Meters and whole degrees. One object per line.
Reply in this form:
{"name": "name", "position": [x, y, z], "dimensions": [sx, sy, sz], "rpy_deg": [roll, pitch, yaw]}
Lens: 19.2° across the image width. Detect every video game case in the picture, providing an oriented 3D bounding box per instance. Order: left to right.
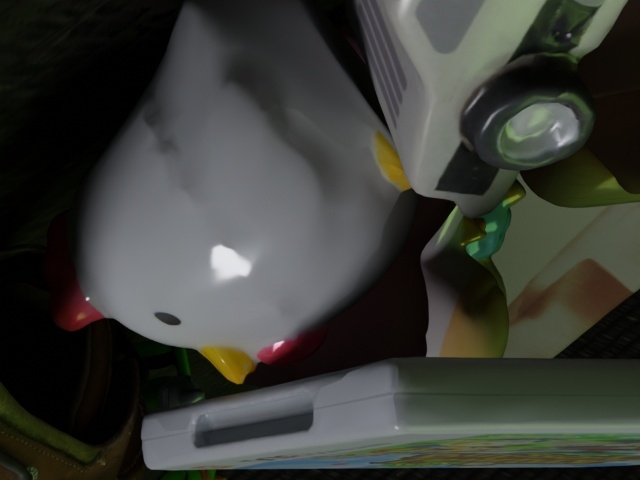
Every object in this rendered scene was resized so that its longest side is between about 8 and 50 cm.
{"name": "video game case", "position": [0.073, 0.060, 0.617], "dimensions": [0.212, 0.023, 0.193], "rpy_deg": [2, 170, -25]}

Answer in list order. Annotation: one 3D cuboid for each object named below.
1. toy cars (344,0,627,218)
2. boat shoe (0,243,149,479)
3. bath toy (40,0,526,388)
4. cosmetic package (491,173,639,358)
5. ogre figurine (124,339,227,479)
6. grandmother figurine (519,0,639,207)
{"name": "toy cars", "position": [0.085, -0.099, 0.400], "dimensions": [0.087, 0.176, 0.394], "rpy_deg": [4, 177, -25]}
{"name": "boat shoe", "position": [-0.107, 0.062, 0.667], "dimensions": [0.104, 0.110, 0.307], "rpy_deg": [-40, 174, 10]}
{"name": "bath toy", "position": [0.000, 0.000, 0.710], "dimensions": [0.129, 0.151, 0.348], "rpy_deg": [-35, 171, 10]}
{"name": "cosmetic package", "position": [0.143, -0.018, 1.255], "dimensions": [0.296, 0.129, 0.153], "rpy_deg": [-47, -166, 54]}
{"name": "ogre figurine", "position": [-0.118, 0.108, 1.030], "dimensions": [0.118, 0.097, 0.197], "rpy_deg": [-21, 155, -7]}
{"name": "grandmother figurine", "position": [0.140, -0.069, 0.563], "dimensions": [0.104, 0.207, 0.342], "rpy_deg": [-3, 176, -10]}
